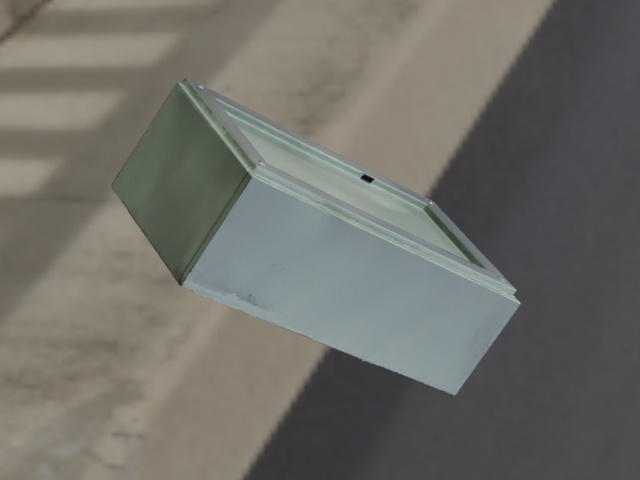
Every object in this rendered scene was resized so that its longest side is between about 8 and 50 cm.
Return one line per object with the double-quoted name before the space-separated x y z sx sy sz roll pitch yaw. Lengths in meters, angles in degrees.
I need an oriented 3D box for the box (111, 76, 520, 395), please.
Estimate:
"box" 0.000 0.000 1.220 0.225 0.129 0.086 25 106 -36
